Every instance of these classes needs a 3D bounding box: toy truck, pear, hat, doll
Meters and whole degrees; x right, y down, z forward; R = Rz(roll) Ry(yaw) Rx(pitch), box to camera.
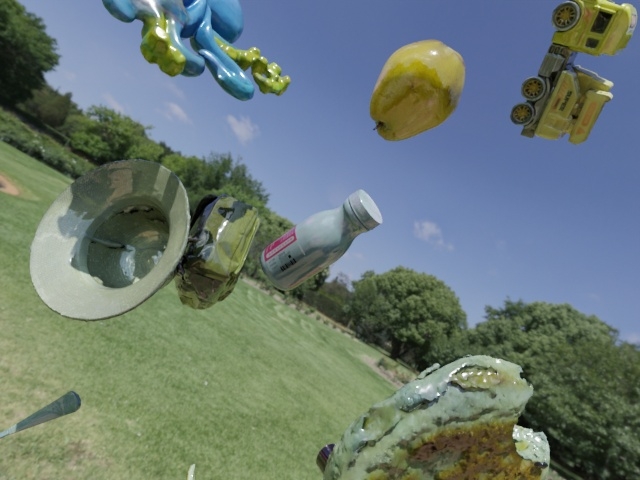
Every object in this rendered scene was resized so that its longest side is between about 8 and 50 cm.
[{"bbox_3d":[0.506,-0.328,0.807,0.157,0.124,0.273,32,-50,29],"label":"toy truck"},{"bbox_3d":[0.320,-0.486,1.351,0.284,0.337,0.285,20,5,-2],"label":"pear"},{"bbox_3d":[-0.298,0.012,0.648,0.257,0.257,0.130,28,-15,19],"label":"hat"},{"bbox_3d":[-0.205,-0.351,0.624,0.346,0.098,0.341,53,32,-11],"label":"doll"}]

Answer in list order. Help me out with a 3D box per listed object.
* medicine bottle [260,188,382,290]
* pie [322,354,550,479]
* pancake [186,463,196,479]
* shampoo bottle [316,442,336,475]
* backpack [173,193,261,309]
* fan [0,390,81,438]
[{"bbox_3d":[0.000,0.000,0.700,0.090,0.216,0.091,43,26,-28],"label":"medicine bottle"},{"bbox_3d":[0.141,0.277,0.478,0.302,0.303,0.067,34,4,-21],"label":"pie"},{"bbox_3d":[-0.284,0.550,0.864,0.022,0.130,0.116,12,9,-14],"label":"pancake"},{"bbox_3d":[0.075,0.484,0.756,0.104,0.105,0.278,35,-7,-27],"label":"shampoo bottle"},{"bbox_3d":[-0.226,0.034,0.833,0.139,0.207,0.253,26,-38,-12],"label":"backpack"},{"bbox_3d":[-0.518,0.322,0.727,0.016,0.192,0.038,64,1,-78],"label":"fan"}]
